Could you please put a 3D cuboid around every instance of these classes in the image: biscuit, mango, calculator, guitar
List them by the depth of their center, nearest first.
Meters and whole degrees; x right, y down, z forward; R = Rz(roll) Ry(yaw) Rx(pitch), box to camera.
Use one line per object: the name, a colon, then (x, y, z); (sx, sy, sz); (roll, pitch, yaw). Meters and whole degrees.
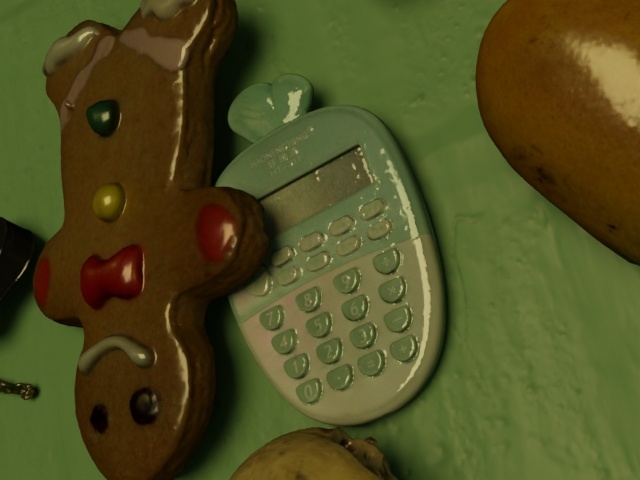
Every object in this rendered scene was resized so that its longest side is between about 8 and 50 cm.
mango: (0.196, -0.082, 0.649); (0.221, 0.120, 0.152); (46, 125, 25)
calculator: (0.000, 0.000, 0.798); (0.184, 0.042, 0.295); (-27, 70, 23)
biscuit: (-0.162, -0.011, 0.851); (0.283, 0.064, 0.432); (-13, 73, 40)
guitar: (-0.356, 0.104, 0.964); (0.271, 0.038, 0.084); (-61, 31, 1)

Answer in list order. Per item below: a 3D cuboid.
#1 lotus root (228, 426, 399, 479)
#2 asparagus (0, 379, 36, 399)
lotus root: (-0.038, 0.294, 0.691); (0.169, 0.151, 0.343); (23, 89, 33)
asparagus: (-0.321, 0.135, 0.973); (0.127, 0.015, 0.018); (10, 84, 32)
